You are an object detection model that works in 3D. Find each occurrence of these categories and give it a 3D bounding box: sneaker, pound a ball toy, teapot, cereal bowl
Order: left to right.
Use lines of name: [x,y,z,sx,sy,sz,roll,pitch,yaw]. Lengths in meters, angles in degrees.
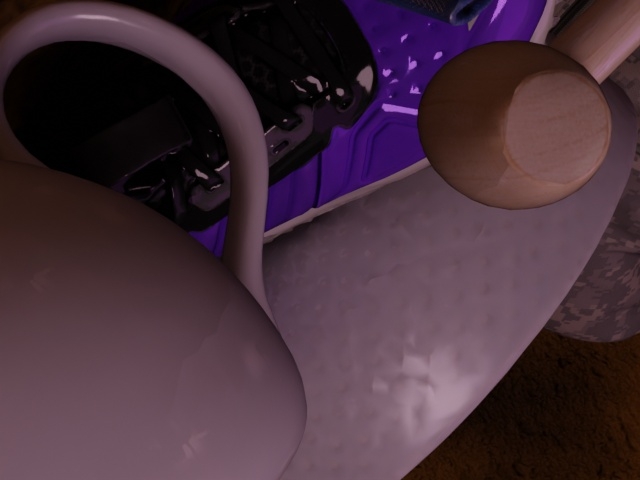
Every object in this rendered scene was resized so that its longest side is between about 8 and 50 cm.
teapot: [-0.138,0.053,0.520,0.252,0.187,0.256,-38,-178,18]
sneaker: [-0.037,-0.047,0.669,0.293,0.102,0.146,-35,170,30]
cereal bowl: [0.000,0.000,0.883,0.339,0.141,0.339,-45,-168,13]
pound a ball toy: [0.079,-0.183,0.493,0.319,0.208,0.136,-46,-168,-15]

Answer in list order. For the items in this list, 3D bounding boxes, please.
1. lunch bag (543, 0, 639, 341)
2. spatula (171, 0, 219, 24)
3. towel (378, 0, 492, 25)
lunch bag: [0.182,-0.075,1.161,0.212,0.256,0.305,-43,169,-26]
spatula: [0.042,-0.159,0.734,0.296,0.084,0.030,-48,-170,11]
towel: [0.087,-0.200,0.626,0.285,0.209,0.034,-45,124,-11]
